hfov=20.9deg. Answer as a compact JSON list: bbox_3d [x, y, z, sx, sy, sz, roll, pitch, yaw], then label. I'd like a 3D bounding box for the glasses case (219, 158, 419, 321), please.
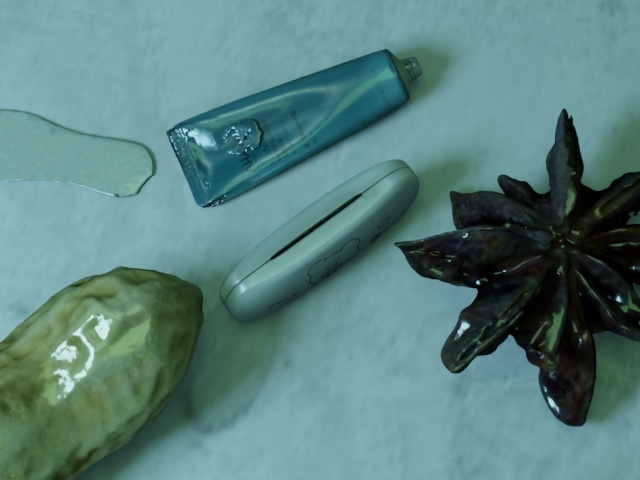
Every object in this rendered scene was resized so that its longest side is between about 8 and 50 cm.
[{"bbox_3d":[0.000,0.000,1.445,0.193,0.074,0.049,-37,71,-8],"label":"glasses case"}]

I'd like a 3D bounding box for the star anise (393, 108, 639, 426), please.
[{"bbox_3d":[0.189,0.015,1.406,0.212,0.129,0.283,41,72,9],"label":"star anise"}]

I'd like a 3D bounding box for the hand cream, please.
[{"bbox_3d":[-0.018,-0.107,1.500,0.224,0.048,0.083,-25,75,2],"label":"hand cream"}]

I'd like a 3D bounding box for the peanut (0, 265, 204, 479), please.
[{"bbox_3d":[-0.229,0.133,1.382,0.325,0.153,0.140,-40,60,0],"label":"peanut"}]

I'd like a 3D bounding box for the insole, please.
[{"bbox_3d":[-0.241,-0.077,1.524,0.197,0.004,0.065,10,74,7],"label":"insole"}]
